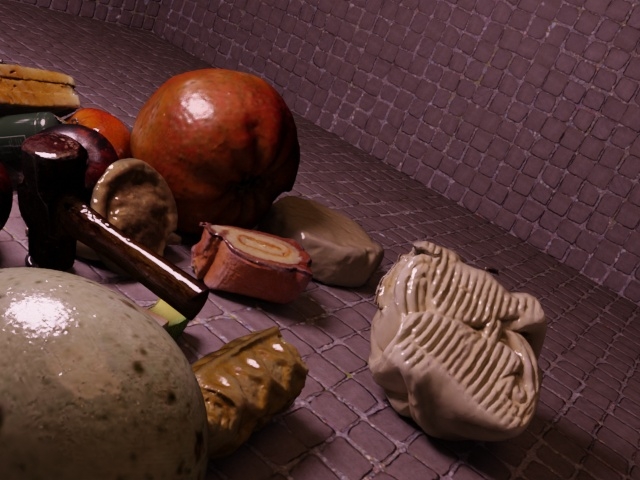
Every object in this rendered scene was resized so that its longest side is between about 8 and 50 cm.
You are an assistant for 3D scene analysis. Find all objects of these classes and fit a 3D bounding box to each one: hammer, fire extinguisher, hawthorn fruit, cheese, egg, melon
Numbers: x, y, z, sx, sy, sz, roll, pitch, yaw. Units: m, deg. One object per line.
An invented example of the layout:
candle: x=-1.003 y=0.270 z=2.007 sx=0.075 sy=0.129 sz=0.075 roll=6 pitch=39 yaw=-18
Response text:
hammer: x=-0.333 y=0.007 z=1.088 sx=0.409 sy=0.242 sz=0.095 roll=29 pitch=35 yaw=22
fire extinguisher: x=-0.631 y=-0.211 z=1.383 sx=0.311 sy=0.095 sz=0.114 roll=-5 pitch=1 yaw=3
hawthorn fruit: x=-0.505 y=-0.197 z=1.551 sx=0.196 sy=0.196 sz=0.225 roll=37 pitch=4 yaw=33
cheese: x=0.000 y=0.000 z=1.708 sx=0.326 sy=0.115 sz=0.318 roll=25 pitch=20 yaw=-2
egg: x=-0.284 y=0.178 z=0.683 sx=0.379 sy=0.287 sz=0.288 roll=23 pitch=18 yaw=27
melon: x=-0.309 y=0.134 z=1.096 sx=0.210 sy=0.064 sz=0.118 roll=12 pitch=24 yaw=-24
hawthorn fruit: x=-0.254 y=-0.227 z=1.552 sx=0.403 sy=0.402 sz=0.403 roll=21 pitch=20 yaw=-8

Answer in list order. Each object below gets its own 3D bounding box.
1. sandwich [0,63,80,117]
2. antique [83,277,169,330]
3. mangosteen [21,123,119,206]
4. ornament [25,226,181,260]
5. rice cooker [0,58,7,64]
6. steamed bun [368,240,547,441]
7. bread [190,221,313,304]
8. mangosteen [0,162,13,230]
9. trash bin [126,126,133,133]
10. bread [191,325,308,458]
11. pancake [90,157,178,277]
sandwich: x=-0.718 y=-0.299 z=1.476 sx=0.301 sy=0.099 sz=0.271 roll=-11 pitch=-4 yaw=34
antique: x=-0.312 y=0.150 z=0.913 sx=0.152 sy=0.146 sz=0.148 roll=26 pitch=12 yaw=6
mangosteen: x=-0.485 y=-0.139 z=1.314 sx=0.200 sy=0.199 sz=0.200 roll=21 pitch=20 yaw=-8
ornament: x=-0.423 y=-0.019 z=1.354 sx=0.245 sy=0.061 sz=0.230 roll=21 pitch=18 yaw=2
rice cooker: x=-0.891 y=-0.424 z=1.779 sx=0.142 sy=0.118 sz=0.203 roll=11 pitch=19 yaw=-31
steamed bun: x=0.245 y=0.205 z=1.281 sx=0.347 sy=0.237 sz=0.394 roll=-11 pitch=65 yaw=-22
bread: x=-0.153 y=0.044 z=1.406 sx=0.244 sy=0.123 sz=0.190 roll=18 pitch=19 yaw=-16
mangosteen: x=-0.605 y=-0.106 z=1.072 sx=0.236 sy=0.261 sz=0.235 roll=32 pitch=20 yaw=-13
trash bin: x=-0.469 y=-0.216 z=1.755 sx=0.177 sy=0.101 sz=0.236 roll=14 pitch=20 yaw=-21
bread: x=-0.131 y=0.222 z=0.975 sx=0.152 sy=0.129 sz=0.268 roll=-8 pitch=6 yaw=26
pancake: x=-0.355 y=-0.043 z=1.295 sx=0.042 sy=0.222 sz=0.236 roll=-5 pitch=34 yaw=30
